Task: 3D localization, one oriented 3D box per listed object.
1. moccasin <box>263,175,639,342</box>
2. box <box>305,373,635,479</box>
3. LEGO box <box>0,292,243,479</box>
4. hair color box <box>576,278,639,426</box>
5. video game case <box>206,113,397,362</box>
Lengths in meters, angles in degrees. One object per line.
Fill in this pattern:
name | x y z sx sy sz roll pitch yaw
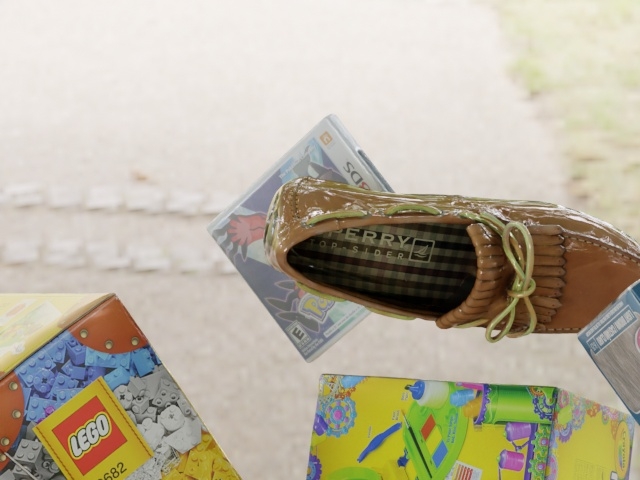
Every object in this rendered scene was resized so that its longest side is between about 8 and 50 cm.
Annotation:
moccasin | 0.138 0.022 1.865 0.380 0.139 0.147 15 20 -14
box | 0.136 0.293 1.974 0.279 0.290 0.177 1 -13 35
LEGO box | -0.266 0.253 2.032 0.193 0.372 0.500 -38 15 -22
hair color box | 0.366 -0.002 1.451 0.347 0.105 0.174 -34 -9 -13
video game case | 0.000 0.000 2.058 0.201 0.183 0.023 -42 -8 31
